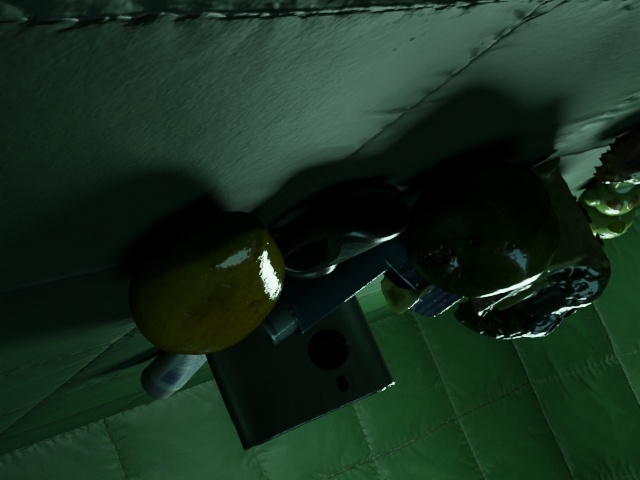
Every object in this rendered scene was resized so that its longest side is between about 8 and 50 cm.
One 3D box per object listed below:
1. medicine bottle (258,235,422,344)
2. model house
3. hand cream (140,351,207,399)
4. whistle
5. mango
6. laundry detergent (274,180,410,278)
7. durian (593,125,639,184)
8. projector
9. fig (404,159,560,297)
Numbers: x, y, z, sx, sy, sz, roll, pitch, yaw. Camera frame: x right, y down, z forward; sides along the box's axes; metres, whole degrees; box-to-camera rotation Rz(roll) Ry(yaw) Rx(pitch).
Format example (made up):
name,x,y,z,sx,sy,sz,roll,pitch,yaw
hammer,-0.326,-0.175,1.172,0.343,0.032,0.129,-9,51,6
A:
name,x,y,z,sx,sy,sz,roll,pitch,yaw
medicine bottle,0.026,0.061,1.250,0.258,0.124,0.079,-34,-152,-15
model house,0.262,0.047,1.425,0.266,0.261,0.321,-10,158,-43
hand cream,-0.283,0.243,1.835,0.248,0.083,0.133,-42,162,32
whistle,0.662,-0.083,1.971,0.141,0.141,0.294,-22,169,-5
mango,-0.123,0.049,0.976,0.176,0.119,0.317,-11,163,-19
laundry detergent,0.000,0.000,1.116,0.144,0.078,0.222,-11,167,-44
durian,0.626,-0.178,1.475,0.341,0.112,0.191,-18,-177,30
projector,-0.053,0.168,1.394,0.249,0.249,0.248,-22,170,-10
fig,0.238,-0.048,1.222,0.203,0.203,0.235,-35,-157,52
